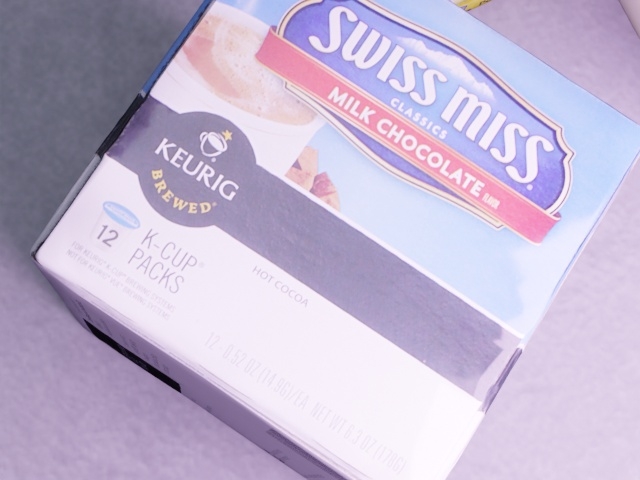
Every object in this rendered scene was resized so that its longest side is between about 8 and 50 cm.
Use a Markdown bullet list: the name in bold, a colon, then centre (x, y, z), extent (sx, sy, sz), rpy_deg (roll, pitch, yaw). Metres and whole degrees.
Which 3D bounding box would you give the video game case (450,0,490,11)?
- **video game case**: centre (0.041, -0.283, 1.126), extent (0.248, 0.035, 0.274), rpy_deg (-25, 84, -7)

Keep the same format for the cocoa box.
- **cocoa box**: centre (0.000, 0.000, 0.922), extent (0.231, 0.347, 0.228), rpy_deg (34, 80, 1)

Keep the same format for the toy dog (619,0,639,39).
- **toy dog**: centre (0.216, -0.262, 0.977), extent (0.395, 0.284, 0.408), rpy_deg (-30, 80, -42)
